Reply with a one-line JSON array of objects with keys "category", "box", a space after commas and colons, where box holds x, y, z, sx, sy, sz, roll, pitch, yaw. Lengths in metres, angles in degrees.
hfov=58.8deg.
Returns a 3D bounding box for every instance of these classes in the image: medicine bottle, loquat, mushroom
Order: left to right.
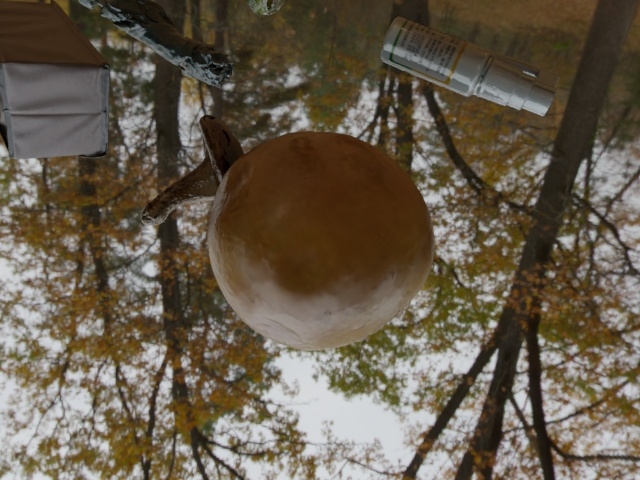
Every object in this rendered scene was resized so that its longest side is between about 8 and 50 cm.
[{"category": "mushroom", "box": [-0.240, -0.104, 1.060, 0.218, 0.226, 0.148, -21, -174, -11]}, {"category": "loquat", "box": [0.000, 0.000, 0.824, 0.329, 0.328, 0.328, 8, -157, -3]}, {"category": "medicine bottle", "box": [0.193, -0.227, 0.730, 0.221, 0.061, 0.092, 26, -125, 10]}]

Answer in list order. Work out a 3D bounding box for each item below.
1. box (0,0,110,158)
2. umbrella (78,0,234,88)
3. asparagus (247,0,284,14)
[{"category": "box", "box": [-0.472, -0.270, 0.944, 0.153, 0.188, 0.252, -15, -129, -35]}, {"category": "umbrella", "box": [-0.345, -0.447, 1.212, 0.349, 0.094, 0.143, 30, 174, -6]}, {"category": "asparagus", "box": [-0.041, -0.378, 0.710, 0.067, 0.060, 0.278, -35, -178, -19]}]
